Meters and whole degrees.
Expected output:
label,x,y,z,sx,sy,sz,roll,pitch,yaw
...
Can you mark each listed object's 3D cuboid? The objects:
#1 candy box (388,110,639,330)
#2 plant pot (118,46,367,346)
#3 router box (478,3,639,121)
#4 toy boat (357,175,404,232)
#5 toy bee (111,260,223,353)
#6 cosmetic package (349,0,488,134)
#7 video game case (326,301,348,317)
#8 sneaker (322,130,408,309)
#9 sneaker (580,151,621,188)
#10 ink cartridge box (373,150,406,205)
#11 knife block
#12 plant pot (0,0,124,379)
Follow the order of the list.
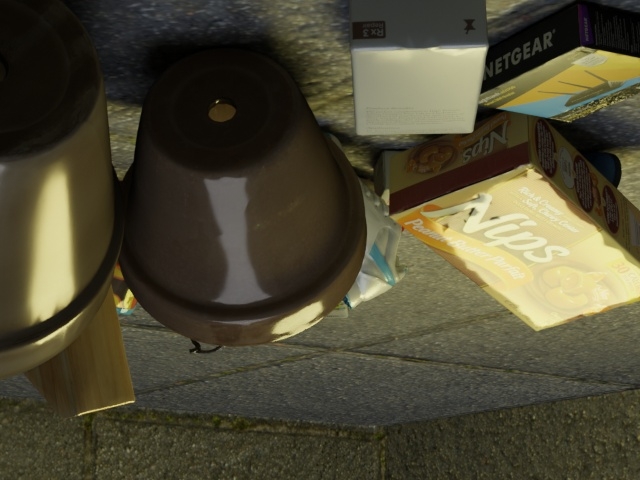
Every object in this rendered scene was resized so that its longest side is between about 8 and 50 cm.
label,x,y,z,sx,sy,sz,roll,pitch,yaw
candy box,0.240,-0.017,1.731,0.183,0.088,0.316,-21,140,32
plant pot,-0.087,-0.060,1.487,0.263,0.263,0.229,-1,150,2
router box,0.239,-0.163,1.433,0.133,0.046,0.179,7,165,-28
toy boat,0.000,0.000,1.874,0.151,0.151,0.231,-13,162,39
toy bee,-0.262,0.024,1.876,0.298,0.195,0.162,6,174,34
cosmetic package,0.084,-0.165,1.344,0.117,0.086,0.231,-1,165,1
video game case,-0.068,0.102,2.565,0.227,0.026,0.206,-1,167,3
sneaker,0.035,-0.033,1.748,0.092,0.087,0.229,-26,127,-13
sneaker,0.261,-0.062,1.813,0.082,0.069,0.209,14,160,-37
ink cartridge box,0.127,-0.070,1.802,0.122,0.052,0.088,2,166,-5
knife block,-0.294,0.030,1.726,0.088,0.275,0.242,-10,132,-44
plant pot,-0.306,-0.075,1.318,0.323,0.323,0.280,4,149,-20
